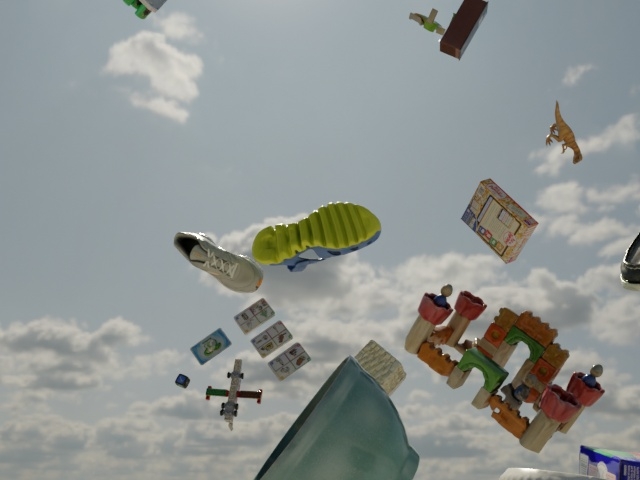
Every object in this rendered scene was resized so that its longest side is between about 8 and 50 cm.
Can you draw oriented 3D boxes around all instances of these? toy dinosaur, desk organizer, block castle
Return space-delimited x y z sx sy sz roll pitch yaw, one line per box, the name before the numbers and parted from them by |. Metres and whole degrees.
toy dinosaur | 0.717 -0.328 1.986 0.211 0.064 0.112 57 -22 -16
desk organizer | 0.312 -0.465 1.459 0.050 0.130 0.047 29 -7 15
block castle | 0.470 0.294 1.701 0.453 0.213 0.303 38 20 32

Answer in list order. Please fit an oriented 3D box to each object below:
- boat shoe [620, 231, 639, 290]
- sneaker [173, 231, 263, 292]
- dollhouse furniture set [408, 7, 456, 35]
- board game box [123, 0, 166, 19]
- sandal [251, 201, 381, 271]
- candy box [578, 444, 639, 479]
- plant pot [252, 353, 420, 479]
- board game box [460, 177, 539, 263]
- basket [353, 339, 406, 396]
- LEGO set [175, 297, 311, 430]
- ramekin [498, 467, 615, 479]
boat shoe | 0.536 -0.054 0.961 0.340 0.113 0.127 -32 17 -18
sneaker | -0.269 0.056 1.701 0.262 0.099 0.121 25 0 22
dollhouse furniture set | 0.277 -0.520 1.573 0.076 0.151 0.058 7 -61 -31
board game box | -0.499 -0.721 1.570 0.050 0.390 0.390 -36 -65 24
sandal | 0.000 0.000 1.623 0.317 0.126 0.138 -12 -29 21
candy box | 0.684 0.476 1.264 0.317 0.122 0.268 7 -10 7
plant pot | 0.037 0.363 1.105 0.196 0.293 0.293 37 -23 5
board game box | 0.490 -0.054 1.852 0.045 0.193 0.146 -18 -36 -33
basket | 0.116 0.341 1.637 0.113 0.167 0.103 38 -17 25
LEGO set | -0.164 0.254 1.355 0.244 0.182 0.060 -34 -30 -14
ramekin | 0.304 0.342 0.805 0.207 0.109 0.207 8 -20 3
